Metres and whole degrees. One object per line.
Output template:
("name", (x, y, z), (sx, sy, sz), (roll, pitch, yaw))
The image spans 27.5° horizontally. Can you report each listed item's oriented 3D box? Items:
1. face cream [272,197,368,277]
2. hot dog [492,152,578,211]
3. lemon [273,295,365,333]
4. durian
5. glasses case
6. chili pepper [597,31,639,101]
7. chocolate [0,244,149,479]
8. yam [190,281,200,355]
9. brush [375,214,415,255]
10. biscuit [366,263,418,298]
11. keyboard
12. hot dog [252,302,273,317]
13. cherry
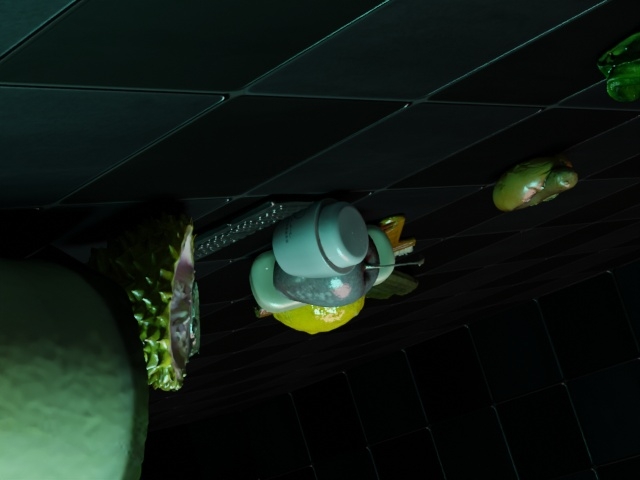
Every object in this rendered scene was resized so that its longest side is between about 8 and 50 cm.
("face cream", (0.000, 0.000, 1.519), (0.095, 0.091, 0.091), (-15, 173, 33))
("hot dog", (0.280, -0.074, 1.684), (0.090, 0.060, 0.140), (-15, 167, -42))
("lemon", (-0.006, 0.075, 1.854), (0.155, 0.114, 0.114), (-16, 172, 29))
("durian", (-0.169, 0.051, 1.318), (0.132, 0.182, 0.165), (42, 150, -25))
("glasses case", (0.002, 0.037, 1.742), (0.196, 0.083, 0.050), (-17, 171, -13))
("chili pepper", (0.313, -0.172, 1.235), (0.073, 0.050, 0.182), (-20, 174, -24))
("chocolate", (-0.354, 0.144, 1.176), (0.297, 0.314, 0.326), (21, -175, -43))
("yam", (-0.241, 0.126, 1.774), (0.183, 0.107, 0.107), (-16, 170, 6))
("brush", (0.098, -0.001, 1.906), (0.090, 0.017, 0.314), (-20, 170, -2))
("biscuit", (0.098, 0.072, 2.236), (0.099, 0.038, 0.322), (-17, 171, 13))
("keyboard", (-0.125, -0.001, 1.508), (0.250, 0.017, 0.087), (-23, 170, 33))
("hot dog", (-0.067, 0.098, 2.088), (0.083, 0.035, 0.058), (-15, 170, -14))
("cherry", (0.021, 0.034, 1.682), (0.148, 0.115, 0.188), (-42, 167, 20))
